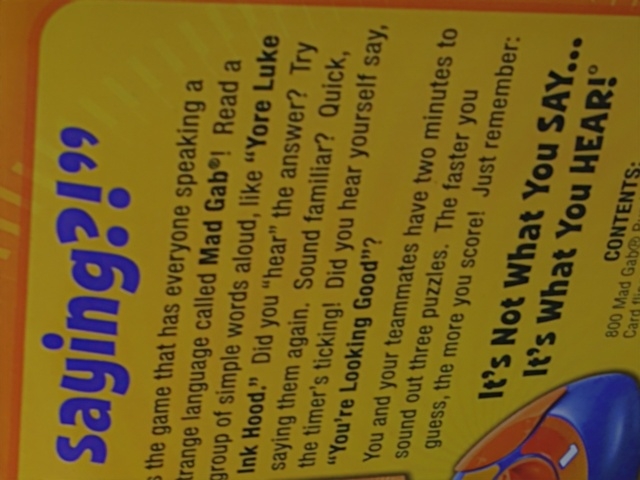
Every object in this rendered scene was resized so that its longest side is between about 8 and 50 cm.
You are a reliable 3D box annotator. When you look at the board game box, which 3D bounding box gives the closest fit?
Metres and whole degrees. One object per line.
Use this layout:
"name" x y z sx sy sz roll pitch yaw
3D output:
"board game box" 0.000 0.000 0.650 0.356 0.357 0.356 -2 27 -20
